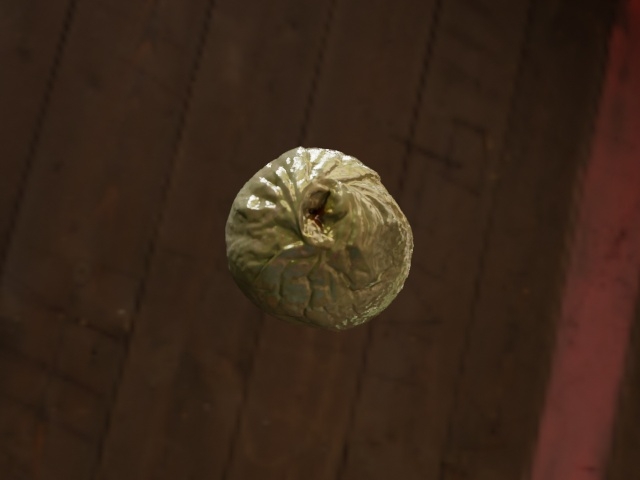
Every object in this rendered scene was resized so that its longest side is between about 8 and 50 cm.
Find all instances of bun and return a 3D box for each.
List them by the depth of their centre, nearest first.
[{"bbox_3d":[0.000,0.000,1.053,0.115,0.069,0.115,0,-95,-3],"label":"bun"}]
